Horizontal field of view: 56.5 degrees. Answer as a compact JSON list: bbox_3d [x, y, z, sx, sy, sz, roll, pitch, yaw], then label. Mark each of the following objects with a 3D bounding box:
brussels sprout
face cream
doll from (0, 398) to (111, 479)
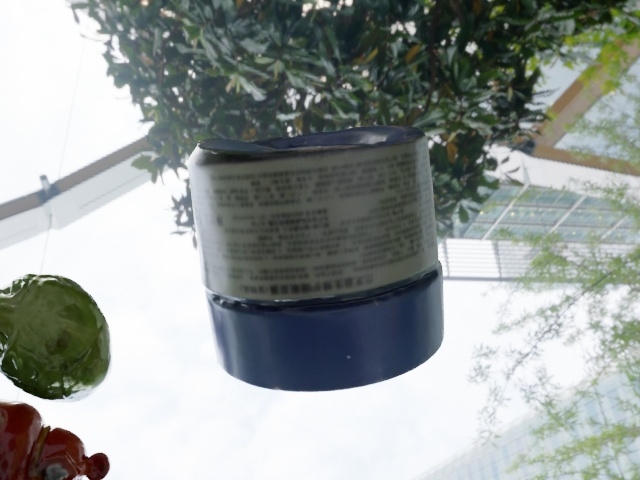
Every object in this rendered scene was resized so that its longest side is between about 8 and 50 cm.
[{"bbox_3d":[-0.409,0.150,0.905,0.223,0.223,0.161,43,-117,14],"label":"brussels sprout"},{"bbox_3d":[0.000,0.000,0.613,0.248,0.249,0.225,-9,-75,-17],"label":"face cream"},{"bbox_3d":[-0.501,0.326,0.888,0.362,0.160,0.183,9,-100,-9],"label":"doll"}]
